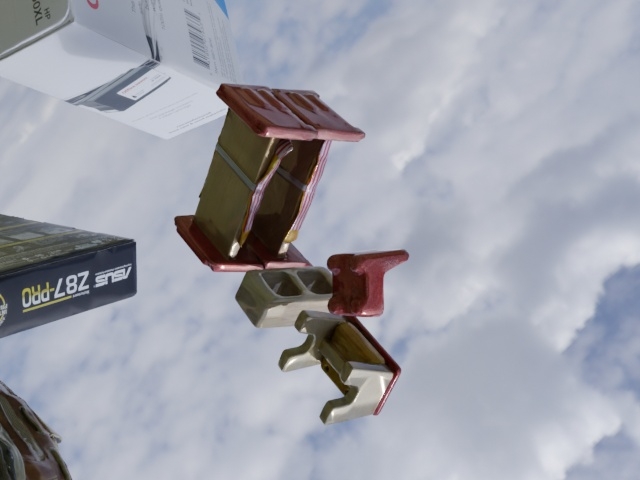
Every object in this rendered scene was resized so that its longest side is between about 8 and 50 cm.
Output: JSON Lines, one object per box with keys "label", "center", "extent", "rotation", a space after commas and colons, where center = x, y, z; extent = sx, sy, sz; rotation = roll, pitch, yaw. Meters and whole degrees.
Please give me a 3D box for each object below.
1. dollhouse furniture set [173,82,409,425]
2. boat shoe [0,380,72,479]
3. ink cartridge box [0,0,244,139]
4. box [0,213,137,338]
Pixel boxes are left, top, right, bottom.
{"label": "dollhouse furniture set", "center": [0.000, 0.000, 1.153], "extent": [0.374, 0.152, 0.201], "rotation": [47, -55, 39]}
{"label": "boat shoe", "center": [-0.366, 0.250, 1.194], "extent": [0.123, 0.119, 0.324], "rotation": [-63, -148, 7]}
{"label": "ink cartridge box", "center": [-0.295, -0.336, 1.429], "extent": [0.166, 0.395, 0.286], "rotation": [-21, -107, 24]}
{"label": "box", "center": [-0.497, 0.052, 1.397], "extent": [0.318, 0.097, 0.395], "rotation": [11, -163, 32]}
